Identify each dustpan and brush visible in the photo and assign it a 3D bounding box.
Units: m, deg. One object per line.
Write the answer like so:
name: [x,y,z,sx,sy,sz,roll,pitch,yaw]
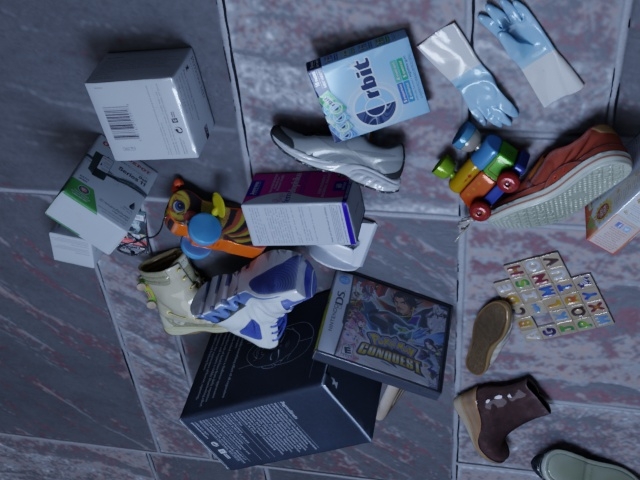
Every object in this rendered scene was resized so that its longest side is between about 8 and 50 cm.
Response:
dustpan and brush: [0.000,0.000,1.861,0.211,0.060,0.147,17,133,0]

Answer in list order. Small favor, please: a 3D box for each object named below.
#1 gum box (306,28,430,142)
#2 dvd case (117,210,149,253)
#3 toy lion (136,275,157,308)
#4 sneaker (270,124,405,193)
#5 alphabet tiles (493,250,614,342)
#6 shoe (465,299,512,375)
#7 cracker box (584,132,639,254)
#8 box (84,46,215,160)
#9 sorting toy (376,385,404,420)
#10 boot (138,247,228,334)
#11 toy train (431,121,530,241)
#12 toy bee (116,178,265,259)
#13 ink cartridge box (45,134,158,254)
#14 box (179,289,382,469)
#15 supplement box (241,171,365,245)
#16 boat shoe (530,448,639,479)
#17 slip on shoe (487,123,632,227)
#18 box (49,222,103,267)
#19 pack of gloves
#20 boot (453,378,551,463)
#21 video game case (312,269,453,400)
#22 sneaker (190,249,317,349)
gum box: [0.087,-0.274,1.572,0.184,0.041,0.157,-18,126,8]
dvd case: [-0.434,-0.023,1.989,0.087,0.013,0.119,10,134,6]
toy lion: [-0.381,0.113,2.089,0.096,0.034,0.100,-9,129,12]
sneaker: [0.035,-0.177,1.684,0.272,0.100,0.108,19,100,7]
alphabet tiles: [0.491,0.121,1.874,0.198,0.009,0.237,-17,125,28]
shoe: [0.379,0.209,1.959,0.076,0.058,0.219,36,134,24]
cracker box: [0.566,-0.105,1.549,0.067,0.155,0.232,27,133,-10]
box: [-0.320,-0.258,1.674,0.182,0.119,0.181,-1,131,15]
sorting toy: [0.200,0.291,1.989,0.038,0.208,0.193,35,136,18]
boot: [-0.270,0.110,2.014,0.262,0.095,0.203,-8,123,16]
toy train: [0.270,-0.106,1.673,0.143,0.105,0.248,36,131,-4]
toy bee: [-0.258,-0.053,1.836,0.298,0.162,0.195,14,151,-39]
ink cartridge box: [-0.441,-0.098,1.792,0.153,0.208,0.087,34,128,-17]
box: [-0.076,0.319,2.011,0.396,0.293,0.212,-19,124,29]
supplement box: [-0.033,-0.064,1.778,0.220,0.111,0.114,-2,130,16]
boat shoe: [0.676,0.617,2.208,0.340,0.127,0.113,22,163,-15]
slip on shoe: [0.434,-0.108,1.630,0.123,0.101,0.331,10,152,-28]
box: [-0.536,-0.009,1.969,0.102,0.101,0.087,11,133,7]
pack of gloves: [0.311,-0.294,1.523,0.195,0.046,0.232,-29,119,33]
boot: [0.458,0.440,2.115,0.207,0.090,0.248,-19,120,31]
video game case: [0.138,0.193,1.869,0.275,0.248,0.035,19,134,-2]
sneaker: [-0.111,0.136,1.900,0.316,0.127,0.182,-19,134,36]
